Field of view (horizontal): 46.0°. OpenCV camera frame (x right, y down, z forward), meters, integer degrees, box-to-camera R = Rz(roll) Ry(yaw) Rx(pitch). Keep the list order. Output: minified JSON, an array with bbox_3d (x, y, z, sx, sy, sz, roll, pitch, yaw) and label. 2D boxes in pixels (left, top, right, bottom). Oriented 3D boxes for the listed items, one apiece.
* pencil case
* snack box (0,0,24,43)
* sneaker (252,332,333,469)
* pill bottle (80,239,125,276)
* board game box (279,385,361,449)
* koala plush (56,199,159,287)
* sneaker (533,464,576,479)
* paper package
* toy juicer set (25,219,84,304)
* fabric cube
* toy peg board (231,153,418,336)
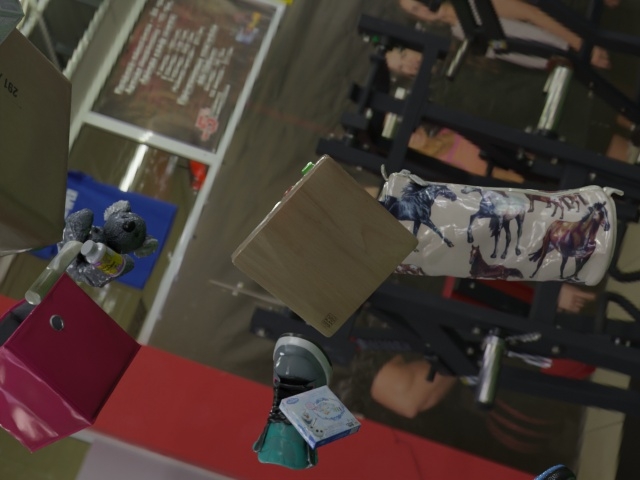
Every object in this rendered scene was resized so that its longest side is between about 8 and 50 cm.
[{"bbox_3d":[0.288,-0.024,1.280,0.160,0.410,0.184,-63,-25,-66],"label":"pencil case"},{"bbox_3d":[-0.299,-0.134,0.575,0.178,0.022,0.064,-29,-11,36],"label":"snack box"},{"bbox_3d":[-0.055,0.317,1.363,0.296,0.123,0.178,85,-162,-44],"label":"sneaker"},{"bbox_3d":[-0.408,0.032,1.413,0.083,0.043,0.043,43,-123,-45],"label":"pill bottle"},{"bbox_3d":[-0.001,0.264,1.133,0.090,0.090,0.020,-9,-50,-39],"label":"board game box"},{"bbox_3d":[-0.535,-0.001,1.926,0.203,0.196,0.221,-37,5,48],"label":"koala plush"},{"bbox_3d":[0.238,0.312,0.765,0.188,0.078,0.067,-53,-42,-49],"label":"sneaker"},{"bbox_3d":[-0.492,-0.170,0.994,0.325,0.168,0.310,53,-157,-56],"label":"paper package"},{"bbox_3d":[-0.503,-0.014,1.243,0.329,0.089,0.209,49,-152,-43],"label":"toy juicer set"},{"bbox_3d":[-0.622,0.279,1.717,0.259,0.258,0.254,-29,22,32],"label":"fabric cube"},{"bbox_3d":[0.000,0.000,0.898,0.161,0.161,0.079,-47,24,5],"label":"toy peg board"}]
